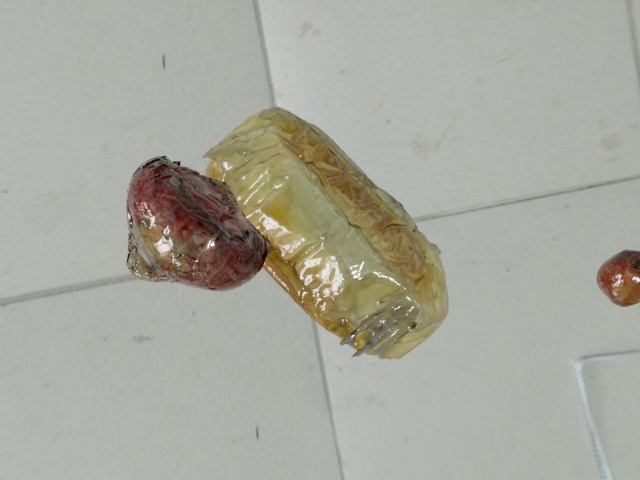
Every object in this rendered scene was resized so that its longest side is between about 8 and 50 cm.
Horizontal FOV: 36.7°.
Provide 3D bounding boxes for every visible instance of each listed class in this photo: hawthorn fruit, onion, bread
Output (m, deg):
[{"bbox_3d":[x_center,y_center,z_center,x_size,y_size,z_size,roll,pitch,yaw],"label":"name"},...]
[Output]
[{"bbox_3d":[0.394,0.046,1.238,0.077,0.077,0.077,-1,94,-8],"label":"hawthorn fruit"},{"bbox_3d":[-0.154,-0.006,1.097,0.147,0.184,0.184,-42,98,12],"label":"onion"},{"bbox_3d":[0.006,-0.002,1.337,0.183,0.236,0.388,-41,86,28],"label":"bread"}]
